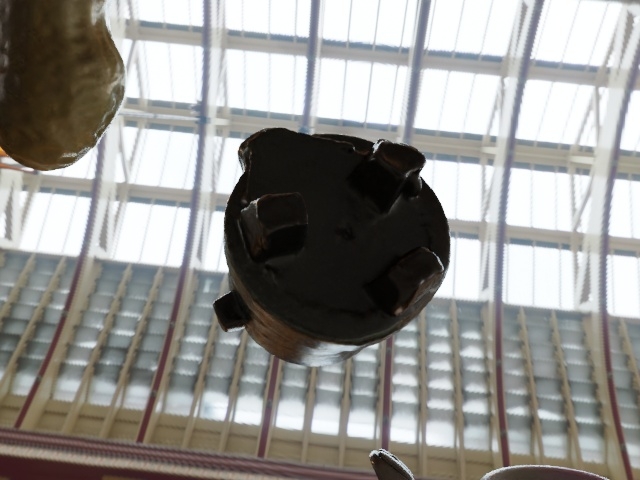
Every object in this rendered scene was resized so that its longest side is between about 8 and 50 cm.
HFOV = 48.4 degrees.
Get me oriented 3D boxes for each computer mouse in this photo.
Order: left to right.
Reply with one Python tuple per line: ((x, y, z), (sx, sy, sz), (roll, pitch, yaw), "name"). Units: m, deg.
((0.093, 0.285, 0.829), (0.039, 0.066, 0.096), (-26, -102, 0), "computer mouse")

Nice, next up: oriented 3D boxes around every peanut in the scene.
((-0.226, -0.178, 0.628), (0.120, 0.110, 0.237), (27, -72, 42), "peanut")

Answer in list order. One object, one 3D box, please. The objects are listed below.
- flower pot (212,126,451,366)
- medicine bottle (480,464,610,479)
((0.000, 0.000, 0.891), (0.298, 0.283, 0.299), (5, -113, -13), "flower pot")
((0.286, 0.469, 0.879), (0.211, 0.326, 0.212), (10, -35, 7), "medicine bottle")
